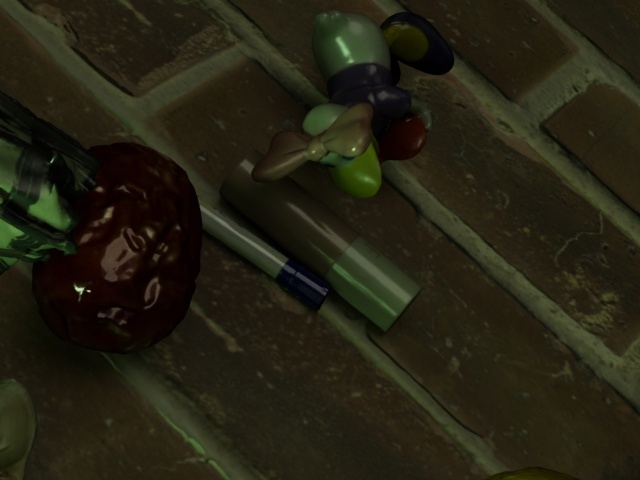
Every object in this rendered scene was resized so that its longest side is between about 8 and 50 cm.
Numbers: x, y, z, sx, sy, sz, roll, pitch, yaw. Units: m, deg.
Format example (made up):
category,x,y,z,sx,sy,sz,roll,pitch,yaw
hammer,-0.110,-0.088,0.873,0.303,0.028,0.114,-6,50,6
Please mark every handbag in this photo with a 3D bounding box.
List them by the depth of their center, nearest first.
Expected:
category,x,y,z,sx,sy,sz,roll,pitch,yaw
handbag,-0.399,-0.049,1.224,0.327,0.325,0.162,31,54,-23

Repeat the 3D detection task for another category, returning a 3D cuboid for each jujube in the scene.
category,x,y,z,sx,sy,sz,roll,pitch,yaw
jujube,-0.209,0.006,1.447,0.174,0.174,0.250,15,37,-17

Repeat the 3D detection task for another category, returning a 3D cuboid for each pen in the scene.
category,x,y,z,sx,sy,sz,roll,pitch,yaw
pen,-0.104,-0.008,1.602,0.269,0.033,0.033,34,45,2

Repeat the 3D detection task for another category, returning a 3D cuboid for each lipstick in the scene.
category,x,y,z,sx,sy,sz,roll,pitch,yaw
lipstick,0.000,0.000,1.623,0.254,0.070,0.070,40,46,7

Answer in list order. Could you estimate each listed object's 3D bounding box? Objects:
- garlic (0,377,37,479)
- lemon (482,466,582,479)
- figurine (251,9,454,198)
category,x,y,z,sx,sy,sz,roll,pitch,yaw
garlic,-0.352,0.225,1.163,0.281,0.203,0.184,-9,82,-41
lemon,0.217,0.352,1.339,0.236,0.236,0.263,5,25,-25
figurine,0.044,-0.175,1.691,0.193,0.154,0.421,57,28,-30
